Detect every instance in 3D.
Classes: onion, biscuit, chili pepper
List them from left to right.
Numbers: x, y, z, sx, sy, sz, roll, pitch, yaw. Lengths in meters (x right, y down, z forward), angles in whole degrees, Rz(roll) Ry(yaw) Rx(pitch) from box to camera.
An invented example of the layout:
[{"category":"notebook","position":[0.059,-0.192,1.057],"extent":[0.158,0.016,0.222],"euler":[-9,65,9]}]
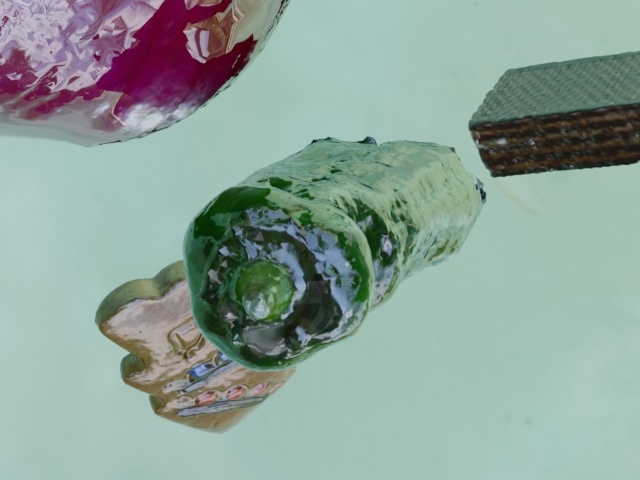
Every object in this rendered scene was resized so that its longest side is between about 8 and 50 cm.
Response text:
[{"category":"onion","position":[-0.116,-0.217,0.817],"extent":[0.348,0.385,0.347],"euler":[8,79,-44]},{"category":"biscuit","position":[-0.088,0.101,1.606],"extent":[0.278,0.043,0.301],"euler":[-19,140,-19]},{"category":"chili pepper","position":[0.000,0.000,0.901],"extent":[0.136,0.270,0.099],"euler":[25,113,9]},{"category":"biscuit","position":[0.267,-0.121,1.483],"extent":[0.106,0.252,0.070],"euler":[-52,126,-40]}]
